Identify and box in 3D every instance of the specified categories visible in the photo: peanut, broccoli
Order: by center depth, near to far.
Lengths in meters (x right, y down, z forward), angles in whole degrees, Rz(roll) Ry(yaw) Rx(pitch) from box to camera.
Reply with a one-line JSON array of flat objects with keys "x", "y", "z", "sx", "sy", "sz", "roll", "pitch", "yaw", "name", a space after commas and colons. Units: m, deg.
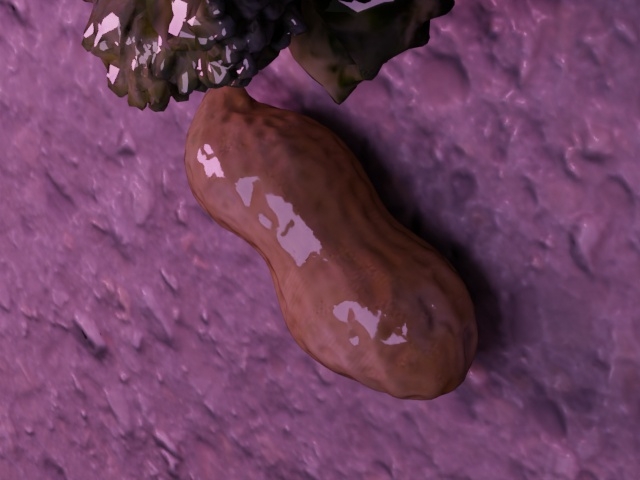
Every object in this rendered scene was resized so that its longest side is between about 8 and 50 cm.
[{"x": -0.053, "y": -0.250, "z": 0.796, "sx": 0.338, "sy": 0.277, "sz": 0.317, "roll": 35, "pitch": 151, "yaw": 37, "name": "broccoli"}, {"x": 0.000, "y": 0.000, "z": 0.982, "sx": 0.117, "sy": 0.101, "sz": 0.263, "roll": -45, "pitch": 77, "yaw": 26, "name": "peanut"}]
